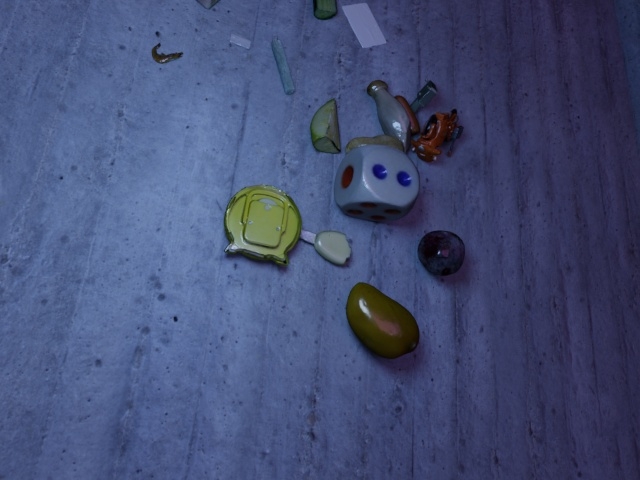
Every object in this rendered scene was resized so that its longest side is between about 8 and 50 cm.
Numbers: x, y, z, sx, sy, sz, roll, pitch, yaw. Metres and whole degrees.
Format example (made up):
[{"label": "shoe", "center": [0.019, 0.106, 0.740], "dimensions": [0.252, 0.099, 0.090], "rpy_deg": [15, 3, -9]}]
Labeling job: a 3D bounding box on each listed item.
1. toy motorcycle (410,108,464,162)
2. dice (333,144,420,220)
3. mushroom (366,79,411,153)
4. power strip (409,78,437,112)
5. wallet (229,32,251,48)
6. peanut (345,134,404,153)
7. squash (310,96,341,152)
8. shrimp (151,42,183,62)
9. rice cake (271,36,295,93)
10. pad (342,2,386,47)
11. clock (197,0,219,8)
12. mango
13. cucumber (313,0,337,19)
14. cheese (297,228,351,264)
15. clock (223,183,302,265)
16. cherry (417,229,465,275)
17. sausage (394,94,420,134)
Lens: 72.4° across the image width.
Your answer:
[{"label": "toy motorcycle", "center": [0.521, -0.467, 1.948], "dimensions": [0.148, 0.221, 0.326], "rpy_deg": [32, 37, 27]}, {"label": "dice", "center": [0.213, -0.216, 1.701], "dimensions": [0.252, 0.259, 0.242], "rpy_deg": [12, 73, -21]}, {"label": "mushroom", "center": [0.310, -0.544, 1.914], "dimensions": [0.129, 0.128, 0.349], "rpy_deg": [-20, 80, -27]}, {"label": "power strip", "center": [0.460, -0.652, 1.995], "dimensions": [0.061, 0.145, 0.215], "rpy_deg": [38, 28, -9]}, {"label": "wallet", "center": [-0.326, -0.810, 1.779], "dimensions": [0.084, 0.011, 0.044], "rpy_deg": [14, 70, -19]}, {"label": "peanut", "center": [0.227, -0.380, 1.832], "dimensions": [0.254, 0.122, 0.137], "rpy_deg": [-8, 37, -24]}, {"label": "squash", "center": [0.007, -0.493, 1.775], "dimensions": [0.169, 0.094, 0.251], "rpy_deg": [25, 57, -64]}, {"label": "shrimp", "center": [-0.575, -0.707, 1.638], "dimensions": [0.115, 0.023, 0.083], "rpy_deg": [-25, 83, -23]}, {"label": "rice cake", "center": [-0.156, -0.720, 1.806], "dimensions": [0.042, 0.045, 0.245], "rpy_deg": [-13, 81, -23]}, {"label": "pad", "center": [0.209, -1.020, 2.072], "dimensions": [0.157, 0.004, 0.231], "rpy_deg": [-23, 85, -27]}, {"label": "clock", "center": [-0.445, -1.044, 1.763], "dimensions": [0.147, 0.071, 0.191], "rpy_deg": [38, 64, -9]}, {"label": "mango", "center": [0.220, 0.296, 1.605], "dimensions": [0.317, 0.173, 0.211], "rpy_deg": [45, 63, 2]}, {"label": "cucumber", "center": [0.013, -1.052, 1.966], "dimensions": [0.117, 0.062, 0.115], "rpy_deg": [5, 75, -29]}, {"label": "cheese", "center": [0.000, 0.000, 1.660], "dimensions": [0.256, 0.050, 0.127], "rpy_deg": [23, 68, -16]}, {"label": "clock", "center": [-0.209, -0.058, 1.577], "dimensions": [0.278, 0.071, 0.293], "rpy_deg": [20, 68, -12]}, {"label": "cherry", "center": [0.497, 0.055, 1.787], "dimensions": [0.195, 0.195, 0.194], "rpy_deg": [7, 73, -21]}, {"label": "sausage", "center": [0.385, -0.565, 1.976], "dimensions": [0.076, 0.076, 0.197], "rpy_deg": [-24, 85, -27]}]
